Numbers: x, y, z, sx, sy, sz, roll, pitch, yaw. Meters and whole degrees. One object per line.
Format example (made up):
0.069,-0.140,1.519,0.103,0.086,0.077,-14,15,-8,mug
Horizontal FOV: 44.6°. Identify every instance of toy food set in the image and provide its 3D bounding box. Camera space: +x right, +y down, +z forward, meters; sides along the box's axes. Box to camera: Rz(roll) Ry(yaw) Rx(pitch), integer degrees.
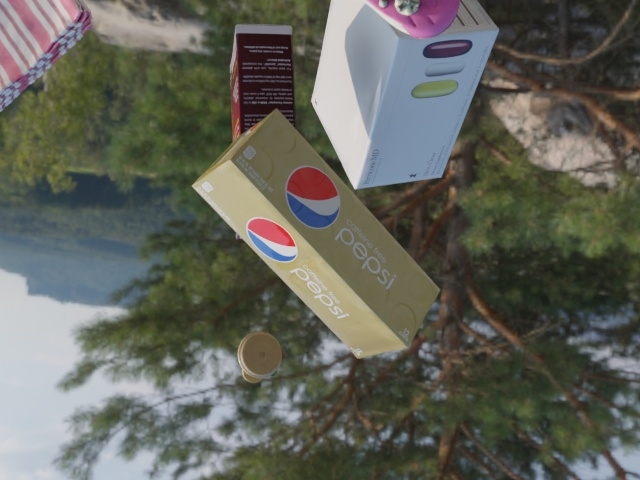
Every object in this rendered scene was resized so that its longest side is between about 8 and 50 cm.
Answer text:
-0.102,0.196,1.333,0.082,0.083,0.020,-20,177,-28,toy food set

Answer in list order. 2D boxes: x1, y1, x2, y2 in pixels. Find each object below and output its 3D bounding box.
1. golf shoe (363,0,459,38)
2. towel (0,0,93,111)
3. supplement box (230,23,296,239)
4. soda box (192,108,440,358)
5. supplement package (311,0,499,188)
0.048,-0.337,0.846,0.115,0.306,0.140,-35,170,4,golf shoe
-0.380,-0.249,0.940,0.144,0.197,0.029,49,-177,20,towel
-0.072,-0.130,0.971,0.073,0.239,0.130,-2,169,-10,supplement box
0.000,0.000,0.553,0.181,0.061,0.058,47,143,-14,soda box
0.102,-0.238,1.086,0.145,0.204,0.262,-9,142,-19,supplement package
